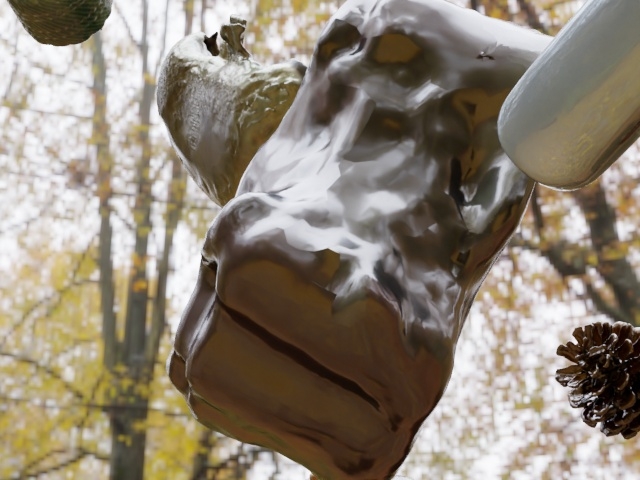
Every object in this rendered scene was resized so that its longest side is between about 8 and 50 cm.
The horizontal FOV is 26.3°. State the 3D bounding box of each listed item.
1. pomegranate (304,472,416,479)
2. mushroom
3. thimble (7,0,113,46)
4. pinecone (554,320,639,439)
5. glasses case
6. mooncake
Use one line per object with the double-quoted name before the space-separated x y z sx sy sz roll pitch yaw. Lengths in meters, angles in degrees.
"pomegranate" 0.071 0.441 2.114 0.248 0.214 0.214 44 -45 -7
"mushroom" -0.094 -0.137 1.542 0.130 0.344 0.247 -28 -55 -19
"thimble" -0.327 -0.311 1.694 0.118 0.135 0.090 -35 -38 -9
"pinecone" 0.404 0.184 1.910 0.163 0.163 0.165 -28 -48 35
"glasses case" 0.169 -0.105 0.744 0.178 0.067 0.045 -49 -29 13
"mooncake" 0.034 0.007 1.064 0.212 0.381 0.350 23 -41 9
